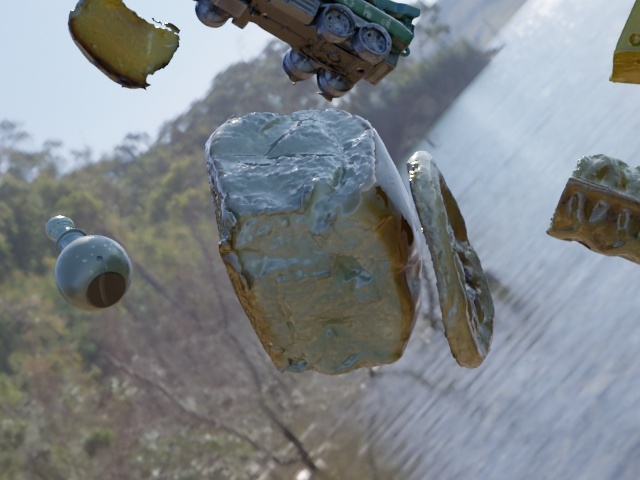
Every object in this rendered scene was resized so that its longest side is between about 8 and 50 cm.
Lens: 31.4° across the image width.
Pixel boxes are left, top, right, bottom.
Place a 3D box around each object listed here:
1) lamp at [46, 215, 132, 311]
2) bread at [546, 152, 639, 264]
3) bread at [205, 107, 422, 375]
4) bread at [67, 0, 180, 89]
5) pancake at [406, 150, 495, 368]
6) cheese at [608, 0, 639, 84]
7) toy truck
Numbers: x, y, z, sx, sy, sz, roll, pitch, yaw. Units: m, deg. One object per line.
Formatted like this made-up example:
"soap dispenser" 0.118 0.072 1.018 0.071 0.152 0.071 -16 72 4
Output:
"lamp" -0.292 0.019 1.379 0.091 0.163 0.091 -21 -49 -27
"bread" 0.421 -0.032 1.490 0.088 0.231 0.128 -102 28 -82
"bread" 0.000 0.000 1.306 0.224 0.279 0.250 -15 35 -2
"bread" -0.330 -0.341 1.905 0.140 0.160 0.169 -53 -4 -2
"pancake" 0.207 0.024 1.804 0.065 0.356 0.356 -18 7 12
"cheese" 0.383 -0.263 1.235 0.093 0.126 0.171 52 -137 -70
"toy truck" -0.018 -0.365 1.778 0.176 0.363 0.178 -36 33 60
